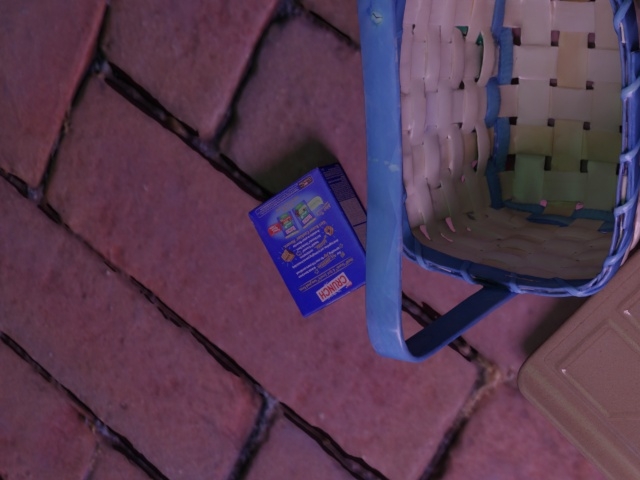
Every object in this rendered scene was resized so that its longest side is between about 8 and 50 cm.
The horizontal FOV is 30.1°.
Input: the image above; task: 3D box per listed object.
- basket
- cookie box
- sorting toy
[{"bbox_3d":[0.117,-0.071,0.801,0.201,0.289,0.255,8,105,31],"label":"basket"},{"bbox_3d":[0.000,0.000,1.046,0.092,0.040,0.107,-31,84,34],"label":"cookie box"},{"bbox_3d":[0.316,0.142,0.870,0.307,0.041,0.229,45,132,10],"label":"sorting toy"}]
